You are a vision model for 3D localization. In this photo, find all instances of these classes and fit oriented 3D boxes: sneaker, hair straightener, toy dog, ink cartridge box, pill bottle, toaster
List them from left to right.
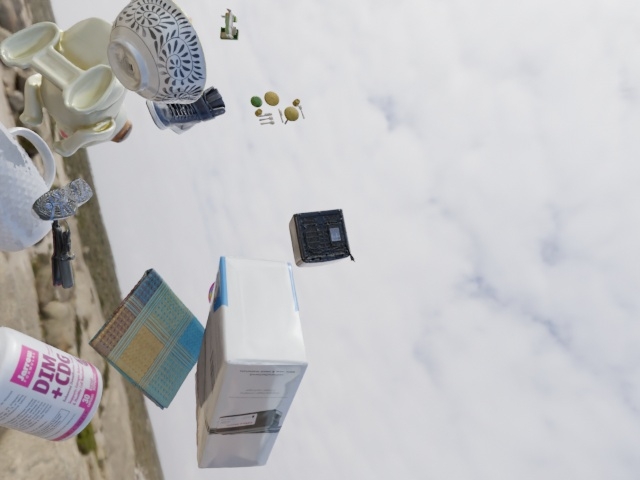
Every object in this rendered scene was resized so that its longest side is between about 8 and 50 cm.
[{"bbox_3d":[-0.562,0.257,1.029,0.283,0.160,0.160,46,5,-46],"label":"pill bottle"},{"bbox_3d":[-0.652,-0.088,1.399,0.080,0.081,0.211,58,16,-12],"label":"sneaker"},{"bbox_3d":[-0.726,0.029,1.606,0.089,0.047,0.230,10,-79,23],"label":"hair straightener"},{"bbox_3d":[-0.677,-0.429,1.609,0.284,0.395,0.408,29,-27,-5],"label":"toy dog"},{"bbox_3d":[-0.336,-0.342,1.425,0.226,0.163,0.086,-40,108,-81],"label":"sneaker"},{"bbox_3d":[-0.169,0.274,1.233,0.285,0.166,0.395,-103,-154,-46],"label":"ink cartridge box"},{"bbox_3d":[0.000,0.000,1.766,0.110,0.168,0.186,138,-58,-70],"label":"toaster"}]

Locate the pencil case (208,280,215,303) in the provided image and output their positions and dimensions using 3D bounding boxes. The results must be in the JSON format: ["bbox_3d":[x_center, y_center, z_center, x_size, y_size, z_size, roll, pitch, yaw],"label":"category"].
[{"bbox_3d":[-0.213,0.191,1.615,0.236,0.104,0.104,40,3,-39],"label":"pencil case"}]

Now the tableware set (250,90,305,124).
[{"bbox_3d":[-0.127,-0.391,1.651,0.024,0.154,0.104,-28,-102,65],"label":"tableware set"}]

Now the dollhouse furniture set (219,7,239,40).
[{"bbox_3d":[-0.291,-0.655,1.718,0.152,0.058,0.076,-72,167,-83],"label":"dollhouse furniture set"}]

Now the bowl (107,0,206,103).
[{"bbox_3d":[-0.253,-0.266,0.812,0.170,0.080,0.170,26,-44,27],"label":"bowl"}]

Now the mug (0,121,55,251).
[{"bbox_3d":[-0.916,-0.171,1.622,0.374,0.276,0.328,-69,146,-41],"label":"mug"}]

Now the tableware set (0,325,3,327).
[{"bbox_3d":[-0.852,0.277,1.398,0.194,0.039,0.128,-11,-103,39],"label":"tableware set"}]

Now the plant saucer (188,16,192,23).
[{"bbox_3d":[-0.448,-0.625,1.825,0.200,0.037,0.200,-172,-90,-73],"label":"plant saucer"}]

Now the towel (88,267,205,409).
[{"bbox_3d":[-0.474,0.290,1.622,0.040,0.271,0.370,11,-35,33],"label":"towel"}]
